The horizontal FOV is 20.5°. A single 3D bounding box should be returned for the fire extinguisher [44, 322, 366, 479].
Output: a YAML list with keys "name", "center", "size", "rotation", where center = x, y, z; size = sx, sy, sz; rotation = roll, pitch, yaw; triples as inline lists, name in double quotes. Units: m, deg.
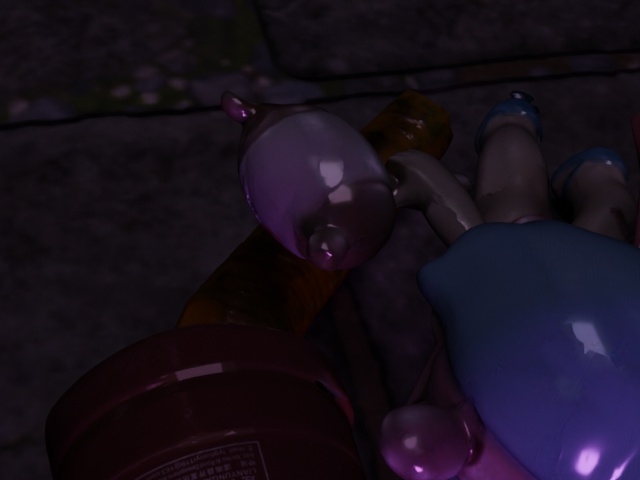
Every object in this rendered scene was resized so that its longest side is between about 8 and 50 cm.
- name: "fire extinguisher"
  center: [-0.011, 0.156, 0.470]
  size: [0.104, 0.105, 0.269]
  rotation: [-7, 51, -14]

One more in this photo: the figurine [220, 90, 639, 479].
- name: "figurine"
  center: [0.065, 0.002, 0.563]
  size: [0.205, 0.103, 0.260]
  rotation: [40, 24, -12]

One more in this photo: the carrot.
- name: "carrot"
  center: [0.000, 0.000, 0.640]
  size: [0.042, 0.042, 0.171]
  rotation: [29, 50, 16]
